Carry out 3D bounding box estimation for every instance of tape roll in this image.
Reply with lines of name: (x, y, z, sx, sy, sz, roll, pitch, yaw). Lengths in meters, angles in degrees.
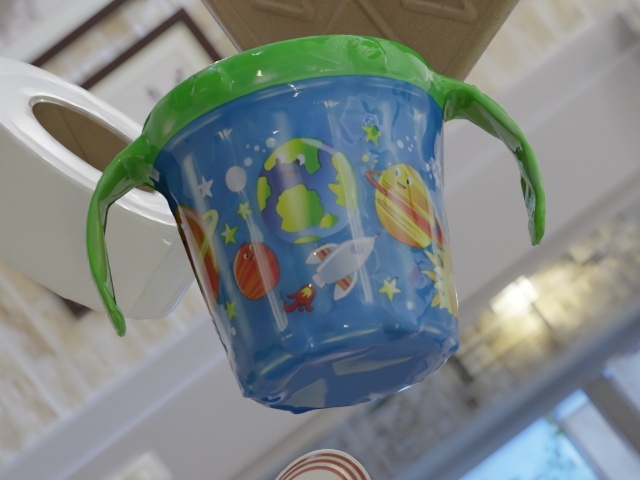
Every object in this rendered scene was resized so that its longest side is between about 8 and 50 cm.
tape roll: (-0.225, -0.049, 1.734, 0.286, 0.100, 0.286, 33, 14, -9)

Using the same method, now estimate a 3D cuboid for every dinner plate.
dinner plate: (-0.008, 0.251, 1.672, 0.017, 0.141, 0.141, 10, -34, 49)

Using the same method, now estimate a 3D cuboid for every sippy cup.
sippy cup: (0.000, 0.000, 1.416, 0.240, 0.305, 0.224, 18, 51, -53)

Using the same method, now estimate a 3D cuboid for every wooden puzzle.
wooden puzzle: (0.046, -0.242, 1.666, 0.080, 0.348, 0.322, -8, 51, -40)
